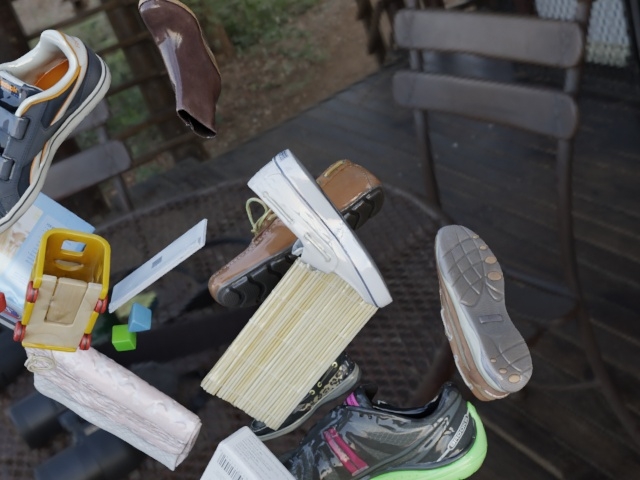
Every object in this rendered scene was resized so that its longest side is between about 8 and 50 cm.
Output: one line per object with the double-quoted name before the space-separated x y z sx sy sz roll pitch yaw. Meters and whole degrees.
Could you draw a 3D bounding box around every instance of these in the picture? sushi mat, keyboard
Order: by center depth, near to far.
"sushi mat" -0.050 0.166 1.492 0.316 0.151 0.019 -52 16 25
"keyboard" -0.301 0.048 1.740 0.256 0.014 0.072 -34 29 25

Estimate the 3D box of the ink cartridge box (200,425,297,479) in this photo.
"ink cartridge box" -0.085 0.488 1.541 0.296 0.261 0.066 45 43 17

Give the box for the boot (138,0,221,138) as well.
"boot" -0.268 -0.339 1.842 0.090 0.248 0.207 -18 56 21

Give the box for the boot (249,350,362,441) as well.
"boot" -0.062 0.244 1.744 0.236 0.179 0.085 -33 22 -3

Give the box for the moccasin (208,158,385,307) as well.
"moccasin" -0.057 -0.020 1.746 0.380 0.139 0.147 -42 61 -13

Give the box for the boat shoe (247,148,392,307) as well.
"boat shoe" 0.000 0.000 1.332 0.088 0.267 0.096 -36 20 6

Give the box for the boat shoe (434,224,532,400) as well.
"boat shoe" 0.252 0.124 1.618 0.123 0.116 0.324 3 56 -24

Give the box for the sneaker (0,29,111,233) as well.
"sneaker" -0.435 -0.157 1.333 0.126 0.127 0.321 28 81 24

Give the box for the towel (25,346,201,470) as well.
"towel" -0.364 0.273 1.631 0.332 0.317 0.053 31 62 2

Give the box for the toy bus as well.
"toy bus" -0.340 0.071 1.246 0.202 0.191 0.104 -16 52 15

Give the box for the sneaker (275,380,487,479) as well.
"sneaker" 0.054 0.369 1.726 0.482 0.202 0.185 -14 2 -2

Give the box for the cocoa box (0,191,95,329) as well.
"cocoa box" -0.675 -0.011 1.891 0.228 0.347 0.231 -20 38 59
